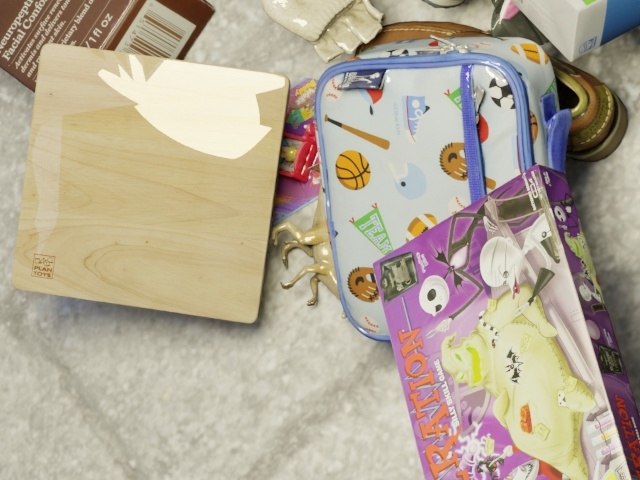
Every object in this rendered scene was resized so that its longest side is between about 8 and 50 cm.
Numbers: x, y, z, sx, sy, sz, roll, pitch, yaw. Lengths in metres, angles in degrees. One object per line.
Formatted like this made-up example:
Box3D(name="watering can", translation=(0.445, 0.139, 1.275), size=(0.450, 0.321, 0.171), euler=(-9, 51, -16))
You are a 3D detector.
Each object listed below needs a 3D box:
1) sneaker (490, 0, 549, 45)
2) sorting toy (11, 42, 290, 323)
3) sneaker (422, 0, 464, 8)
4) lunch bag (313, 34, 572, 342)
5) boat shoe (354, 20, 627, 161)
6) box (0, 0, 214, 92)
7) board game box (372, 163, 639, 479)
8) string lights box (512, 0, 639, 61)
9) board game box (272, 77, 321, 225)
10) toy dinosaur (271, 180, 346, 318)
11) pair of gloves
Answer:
Box3D(name="sneaker", translation=(0.200, -0.238, 1.944), size=(0.077, 0.178, 0.072), euler=(-19, 112, 37))
Box3D(name="sorting toy", translation=(-0.171, -0.061, 2.040), size=(0.257, 0.089, 0.255), euler=(8, 94, 5))
Box3D(name="sneaker", translation=(0.159, -0.398, 1.964), size=(0.131, 0.112, 0.319), euler=(158, 117, -68))
Box3D(name="lunch bag", translation=(0.124, -0.051, 1.867), size=(0.243, 0.115, 0.303), euler=(2, 108, 31))
Box3D(name="boat shoe", translation=(0.154, -0.167, 1.952), size=(0.307, 0.104, 0.110), euler=(16, 84, 31))
Box3D(name="box", translation=(-0.323, -0.291, 2.226), size=(0.381, 0.143, 0.191), euler=(35, 95, 33))
Box3D(name="board game box", translation=(0.168, 0.131, 1.712), size=(0.208, 0.056, 0.347), euler=(-35, 57, 37))
Box3D(name="string lights box", translation=(0.303, -0.286, 1.852), size=(0.260, 0.077, 0.133), euler=(-29, 59, -18))
Box3D(name="board game box", translation=(-0.040, -0.098, 2.080), size=(0.169, 0.033, 0.133), euler=(-30, 64, 17))
Box3D(name="toy dinosaur", translation=(0.000, 0.000, 2.031), size=(0.093, 0.053, 0.183), euler=(-11, 78, 9))
Box3D(name="pair of gloves", translation=(0.029, -0.313, 2.006), size=(0.240, 0.042, 0.204), euler=(-37, 85, -13))
